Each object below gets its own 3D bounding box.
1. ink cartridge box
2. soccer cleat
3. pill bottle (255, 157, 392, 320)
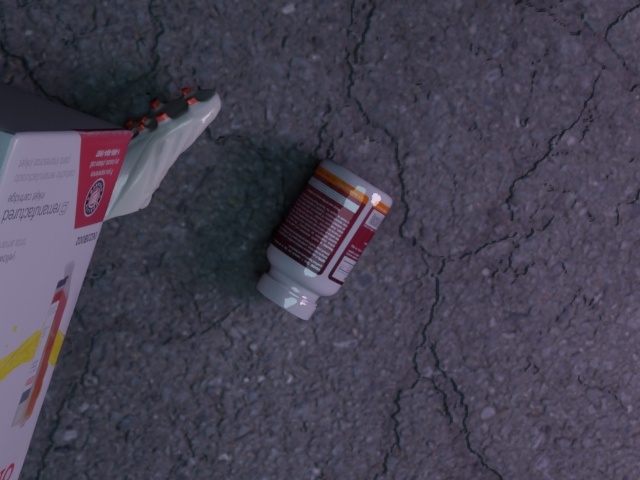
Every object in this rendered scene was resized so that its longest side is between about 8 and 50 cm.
[{"bbox_3d":[-0.331,0.060,1.216,0.160,0.279,0.385,21,99,8],"label":"ink cartridge box"},{"bbox_3d":[-0.173,-0.076,1.365,0.196,0.068,0.076,-35,115,1],"label":"soccer cleat"},{"bbox_3d":[0.000,0.000,1.419,0.086,0.086,0.152,31,93,-21],"label":"pill bottle"}]
